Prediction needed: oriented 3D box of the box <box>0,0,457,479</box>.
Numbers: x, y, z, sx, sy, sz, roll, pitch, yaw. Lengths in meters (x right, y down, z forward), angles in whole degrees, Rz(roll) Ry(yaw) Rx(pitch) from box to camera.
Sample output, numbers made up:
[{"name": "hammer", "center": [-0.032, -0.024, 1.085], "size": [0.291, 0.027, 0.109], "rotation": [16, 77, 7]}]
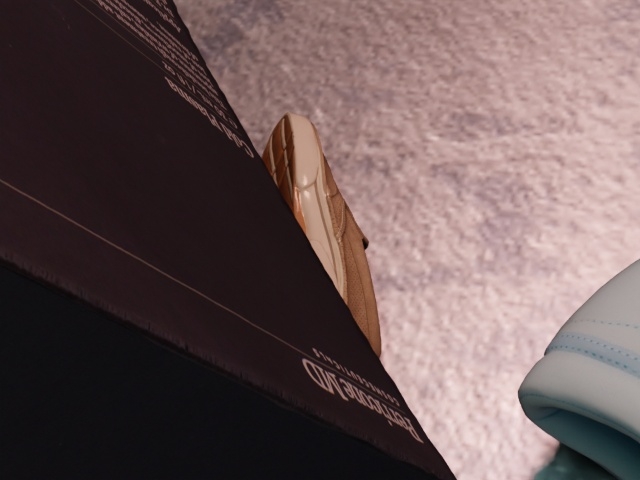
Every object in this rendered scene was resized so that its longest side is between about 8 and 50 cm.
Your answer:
[{"name": "box", "center": [-0.157, -0.020, 0.530], "size": [0.179, 0.343, 0.312], "rotation": [-39, 56, 11]}]

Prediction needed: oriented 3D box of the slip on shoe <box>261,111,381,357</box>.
[{"name": "slip on shoe", "center": [0.000, 0.000, 0.682], "size": [0.041, 0.051, 0.135], "rotation": [13, 43, -26]}]

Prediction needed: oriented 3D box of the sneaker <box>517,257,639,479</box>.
[{"name": "sneaker", "center": [0.198, 0.146, 0.503], "size": [0.150, 0.135, 0.366], "rotation": [-35, 49, 0]}]
